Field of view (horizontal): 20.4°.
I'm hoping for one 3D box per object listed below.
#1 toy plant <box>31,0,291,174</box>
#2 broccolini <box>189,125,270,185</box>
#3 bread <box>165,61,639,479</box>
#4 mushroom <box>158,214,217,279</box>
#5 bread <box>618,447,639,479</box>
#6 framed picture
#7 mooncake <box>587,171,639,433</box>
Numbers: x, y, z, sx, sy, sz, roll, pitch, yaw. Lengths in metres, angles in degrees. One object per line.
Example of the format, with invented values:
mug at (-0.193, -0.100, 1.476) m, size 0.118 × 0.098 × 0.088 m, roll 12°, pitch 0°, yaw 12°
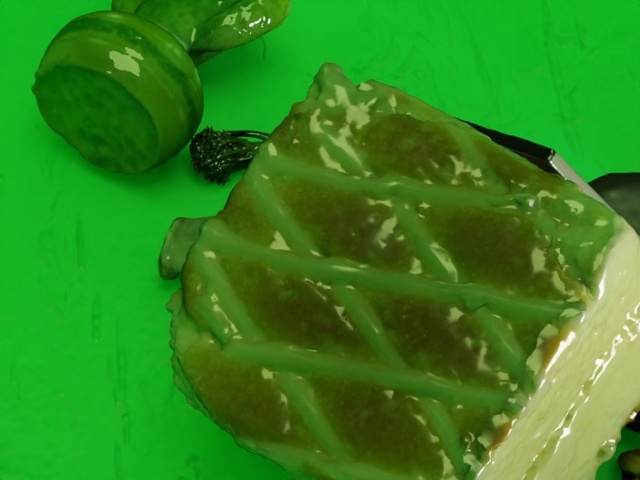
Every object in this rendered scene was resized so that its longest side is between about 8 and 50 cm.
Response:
toy plant at (-0.169, -0.232, 2.015) m, size 0.224 × 0.184 × 0.316 m, roll 7°, pitch 45°, yaw 28°
broccolini at (-0.039, -0.093, 2.007) m, size 0.216 × 0.067 × 0.058 m, roll 3°, pitch 60°, yaw -14°
bread at (0.096, 0.087, 1.688) m, size 0.390 × 0.279 × 0.371 m, roll 34°, pitch 87°, yaw 25°
mushroom at (-0.001, 0.002, 1.921) m, size 0.351 × 0.097 × 0.109 m, roll -7°, pitch 57°, yaw -7°
bread at (0.403, 0.235, 1.801) m, size 0.200 × 0.116 × 0.077 m, roll -6°, pitch 83°, yaw -9°
framed picture at (0.182, -0.070, 1.789) m, size 0.265 × 0.192 × 0.018 m, roll 24°, pitch 79°, yaw 46°
mooncake at (0.326, 0.073, 1.875) m, size 0.283 × 0.141 × 0.283 m, roll -2°, pitch 59°, yaw 3°
